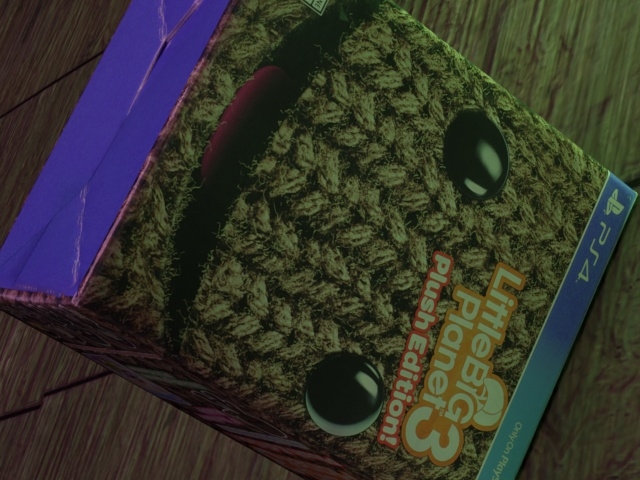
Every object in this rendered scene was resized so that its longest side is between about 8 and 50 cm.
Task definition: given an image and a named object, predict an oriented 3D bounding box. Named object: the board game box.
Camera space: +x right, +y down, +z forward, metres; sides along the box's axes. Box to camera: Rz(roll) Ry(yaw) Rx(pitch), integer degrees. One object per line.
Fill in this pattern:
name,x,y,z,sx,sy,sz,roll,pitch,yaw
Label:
board game box,0.000,0.000,0.889,0.141,0.291,0.232,2,64,58
